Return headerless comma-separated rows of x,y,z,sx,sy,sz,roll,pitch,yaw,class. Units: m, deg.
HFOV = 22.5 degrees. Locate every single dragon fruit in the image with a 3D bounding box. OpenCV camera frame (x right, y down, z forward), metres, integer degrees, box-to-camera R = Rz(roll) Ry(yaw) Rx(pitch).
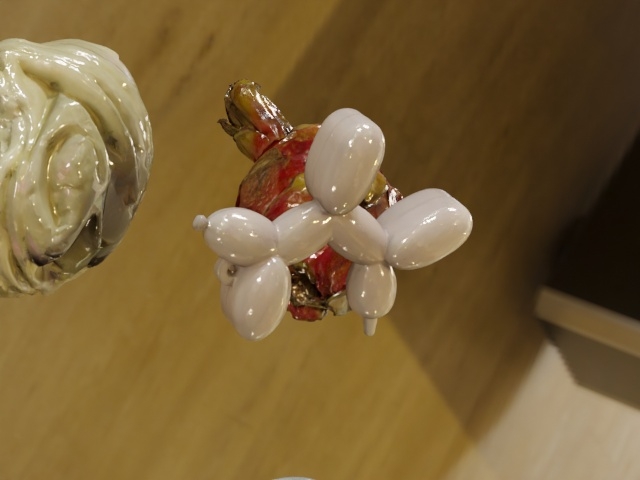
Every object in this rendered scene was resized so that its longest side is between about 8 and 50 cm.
-0.020,-0.043,1.205,0.125,0.246,0.125,10,124,-40,dragon fruit

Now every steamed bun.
-0.297,-0.059,1.683,0.320,0.206,0.275,-63,155,3,steamed bun

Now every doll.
0.000,0.000,1.043,0.161,0.059,0.160,38,94,-33,doll

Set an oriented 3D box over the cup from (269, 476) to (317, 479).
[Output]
0.045,0.282,0.790,0.205,0.312,0.205,-31,138,-33,cup
